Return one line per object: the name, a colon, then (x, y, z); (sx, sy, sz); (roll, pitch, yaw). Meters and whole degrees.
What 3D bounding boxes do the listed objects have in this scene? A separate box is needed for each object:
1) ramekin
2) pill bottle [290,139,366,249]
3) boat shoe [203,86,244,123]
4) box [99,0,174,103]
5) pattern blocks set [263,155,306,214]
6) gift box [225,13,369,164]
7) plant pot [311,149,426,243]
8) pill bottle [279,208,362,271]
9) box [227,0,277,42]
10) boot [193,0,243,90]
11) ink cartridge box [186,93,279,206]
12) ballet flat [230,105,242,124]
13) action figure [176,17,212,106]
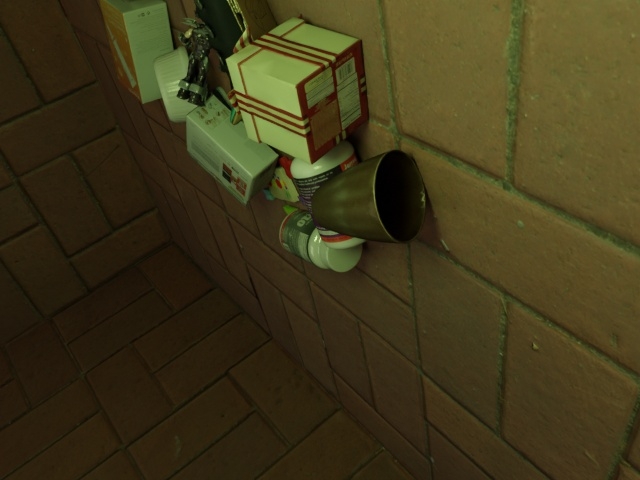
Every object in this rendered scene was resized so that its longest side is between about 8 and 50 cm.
ramekin: (-0.510, -0.549, 2.130); (0.273, 0.127, 0.273); (164, 90, -82)
pill bottle: (0.035, -0.148, 1.607); (0.181, 0.181, 0.323); (17, 137, 58)
boat shoe: (-0.344, -0.452, 2.096); (0.183, 0.083, 0.065); (55, 159, 4)
box: (-0.667, -0.725, 2.203); (0.215, 0.168, 0.345); (40, 145, 36)
pattern blocks set: (-0.143, -0.205, 2.107); (0.325, 0.026, 0.285); (27, 145, 50)
gift box: (-0.054, -0.380, 1.396); (0.258, 0.255, 0.276); (28, 143, 34)
plant pot: (0.097, -0.090, 1.415); (0.230, 0.215, 0.215); (-6, 119, 40)
pill bottle: (0.000, 0.000, 1.921); (0.283, 0.161, 0.161); (22, 141, 54)
box: (-0.168, -0.568, 1.462); (0.021, 0.201, 0.164); (-19, 110, 22)
boot: (-0.204, -0.532, 1.604); (0.367, 0.146, 0.445); (33, 150, 45)
ink cartridge box: (-0.313, -0.300, 2.050); (0.309, 0.130, 0.272); (43, 157, 4)
ballet flat: (-0.184, -0.392, 1.530); (0.080, 0.073, 0.232); (-96, 18, -45)
action figure: (-0.379, -0.577, 1.868); (0.185, 0.099, 0.285); (28, 112, 17)
